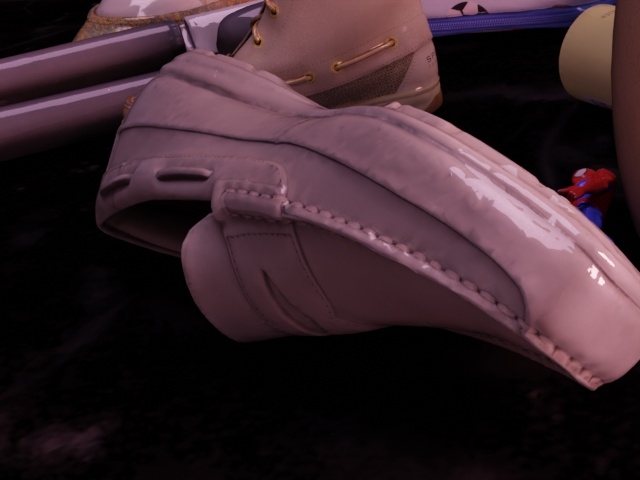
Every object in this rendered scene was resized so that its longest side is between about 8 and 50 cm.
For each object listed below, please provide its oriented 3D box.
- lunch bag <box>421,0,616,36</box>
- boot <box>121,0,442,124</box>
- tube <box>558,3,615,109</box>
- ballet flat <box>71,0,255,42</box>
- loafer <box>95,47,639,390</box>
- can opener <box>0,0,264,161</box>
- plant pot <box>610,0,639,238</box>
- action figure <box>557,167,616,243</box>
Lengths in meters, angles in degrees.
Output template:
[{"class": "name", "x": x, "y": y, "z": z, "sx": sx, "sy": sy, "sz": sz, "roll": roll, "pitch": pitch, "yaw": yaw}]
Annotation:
[{"class": "lunch bag", "x": 0.147, "y": -0.264, "z": 0.966, "sx": 0.243, "sy": 0.115, "sz": 0.303, "roll": -4, "pitch": 25, "yaw": 17}, {"class": "boot", "x": -0.033, "y": -0.147, "z": 0.705, "sx": 0.213, "sy": 0.165, "sz": 0.077, "roll": -9, "pitch": 23, "yaw": -4}, {"class": "tube", "x": 0.235, "y": -0.078, "z": 0.595, "sx": 0.070, "sy": 0.062, "sz": 0.240, "roll": -56, "pitch": 40, "yaw": -2}, {"class": "ballet flat", "x": -0.094, "y": -0.209, "z": 0.929, "sx": 0.123, "sy": 0.123, "sz": 0.348, "roll": 15, "pitch": 34, "yaw": 43}, {"class": "loafer", "x": 0.000, "y": 0.000, "z": 0.469, "sx": 0.111, "sy": 0.112, "sz": 0.319, "roll": -55, "pitch": 35, "yaw": -7}, {"class": "can opener", "x": -0.113, "y": -0.129, "z": 0.785, "sx": 0.280, "sy": 0.074, "sz": 0.093, "roll": -17, "pitch": -19, "yaw": -11}, {"class": "plant pot", "x": 0.235, "y": -0.121, "z": 0.423, "sx": 0.284, "sy": 0.191, "sz": 0.284, "roll": -20, "pitch": 33, "yaw": 14}, {"class": "action figure", "x": 0.118, "y": -0.006, "z": 0.498, "sx": 0.030, "sy": 0.038, "sz": 0.115, "roll": 15, "pitch": 30, "yaw": 10}]
